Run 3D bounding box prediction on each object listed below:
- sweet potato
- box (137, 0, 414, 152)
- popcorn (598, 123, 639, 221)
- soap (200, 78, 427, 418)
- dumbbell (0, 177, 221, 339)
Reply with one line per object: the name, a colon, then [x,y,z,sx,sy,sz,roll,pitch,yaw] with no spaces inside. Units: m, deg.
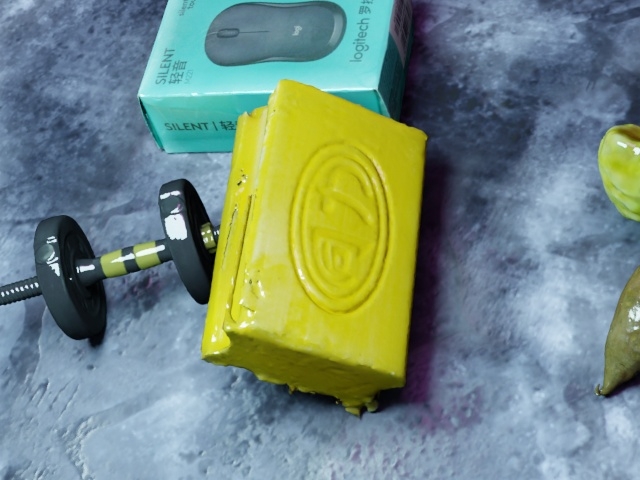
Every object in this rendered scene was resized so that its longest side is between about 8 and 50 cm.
sweet potato: [0.341,0.034,1.085,0.075,0.075,0.269,34,107,33]
box: [-0.051,-0.219,1.393,0.311,0.118,0.205,1,54,17]
popcorn: [0.441,-0.114,1.149,0.286,0.173,0.225,-1,40,27]
soap: [0.000,0.001,1.175,0.204,0.096,0.324,19,55,-17]
dumbbell: [-0.209,0.021,1.249,0.326,0.143,0.143,-16,52,5]
